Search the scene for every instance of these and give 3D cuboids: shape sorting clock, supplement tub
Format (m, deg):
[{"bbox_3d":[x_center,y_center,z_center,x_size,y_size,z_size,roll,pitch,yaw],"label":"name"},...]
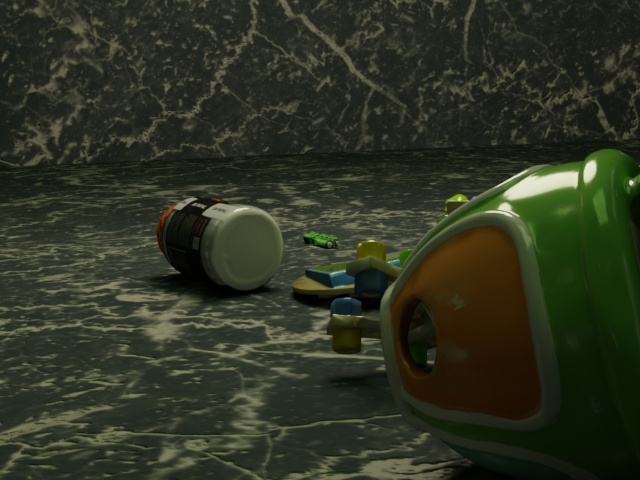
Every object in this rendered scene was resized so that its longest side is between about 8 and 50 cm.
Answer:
[{"bbox_3d":[0.065,0.047,1.464,0.206,0.040,0.206,-10,3,1],"label":"shape sorting clock"},{"bbox_3d":[-0.144,0.001,1.540,0.117,0.117,0.190,-8,12,-33],"label":"supplement tub"}]

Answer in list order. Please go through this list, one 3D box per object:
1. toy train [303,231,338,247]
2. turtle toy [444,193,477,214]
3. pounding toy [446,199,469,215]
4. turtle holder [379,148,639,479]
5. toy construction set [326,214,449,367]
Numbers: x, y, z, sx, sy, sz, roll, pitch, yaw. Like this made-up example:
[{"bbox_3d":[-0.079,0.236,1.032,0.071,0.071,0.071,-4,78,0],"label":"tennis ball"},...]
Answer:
[{"bbox_3d":[0.000,0.000,1.814,0.023,0.017,0.083,-19,17,-29],"label":"toy train"},{"bbox_3d":[0.275,-0.048,1.898,0.130,0.066,0.095,-2,10,-5],"label":"turtle toy"},{"bbox_3d":[0.180,0.025,1.380,0.100,0.141,0.130,1,-4,13],"label":"pounding toy"},{"bbox_3d":[0.184,0.057,0.838,0.227,0.243,0.320,-15,11,24],"label":"turtle holder"},{"bbox_3d":[0.187,0.062,1.123,0.327,0.151,0.215,0,-18,-38],"label":"toy construction set"}]
